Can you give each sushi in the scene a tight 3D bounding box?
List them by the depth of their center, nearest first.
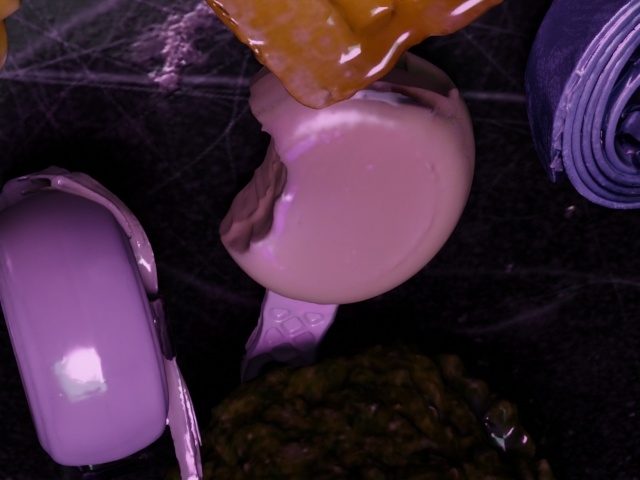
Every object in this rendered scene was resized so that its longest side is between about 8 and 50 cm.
[{"bbox_3d":[0.043,0.245,1.159,0.294,0.178,0.352,-17,138,-15],"label":"sushi"}]

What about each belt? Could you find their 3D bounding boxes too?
[{"bbox_3d":[0.210,-0.111,1.015,0.141,0.082,0.190,14,122,-21],"label":"belt"}]

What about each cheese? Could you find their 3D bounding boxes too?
[{"bbox_3d":[0.000,0.000,1.068,0.163,0.082,0.286,12,125,-15],"label":"cheese"}]

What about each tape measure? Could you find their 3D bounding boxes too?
[{"bbox_3d":[-0.147,0.059,1.029,0.105,0.178,0.196,-14,129,-12],"label":"tape measure"}]

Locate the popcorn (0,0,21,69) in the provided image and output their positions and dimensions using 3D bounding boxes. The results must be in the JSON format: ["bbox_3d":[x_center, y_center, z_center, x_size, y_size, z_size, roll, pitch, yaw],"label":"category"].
[{"bbox_3d":[-0.296,-0.106,0.872,0.250,0.235,0.242,-51,133,-20],"label":"popcorn"}]

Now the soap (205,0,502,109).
[{"bbox_3d":[0.014,-0.275,0.812,0.304,0.169,0.339,-33,126,16],"label":"soap"}]
